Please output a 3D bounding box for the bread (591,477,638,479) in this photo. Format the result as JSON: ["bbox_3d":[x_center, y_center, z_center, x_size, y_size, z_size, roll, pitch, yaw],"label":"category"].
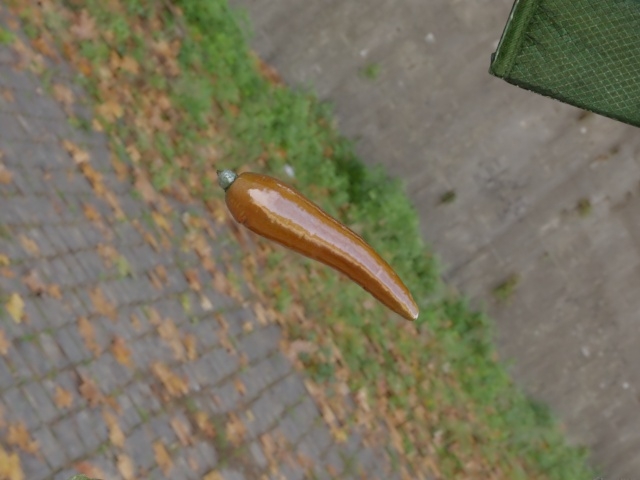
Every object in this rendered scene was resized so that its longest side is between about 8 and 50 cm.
[{"bbox_3d":[0.253,0.380,1.063,0.183,0.337,0.102,33,-17,-32],"label":"bread"}]

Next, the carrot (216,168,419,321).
[{"bbox_3d":[0.000,0.000,0.703,0.142,0.035,0.035,33,12,-8],"label":"carrot"}]

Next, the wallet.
[{"bbox_3d":[0.279,-0.175,1.062,0.236,0.160,0.055,20,34,2],"label":"wallet"}]

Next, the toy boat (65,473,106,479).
[{"bbox_3d":[-0.202,0.251,1.004,0.185,0.089,0.071,-83,173,-53],"label":"toy boat"}]
